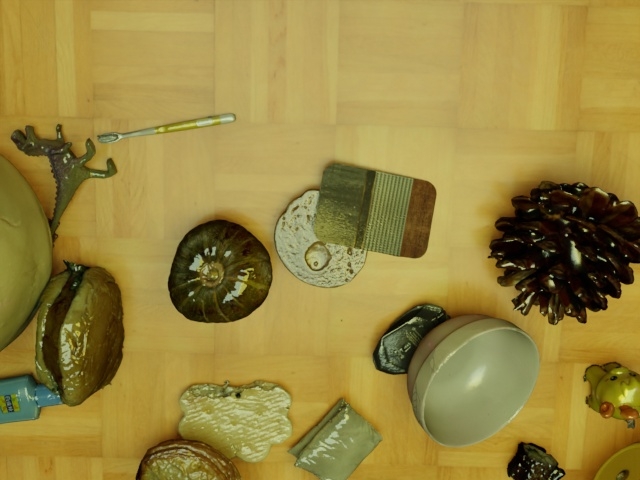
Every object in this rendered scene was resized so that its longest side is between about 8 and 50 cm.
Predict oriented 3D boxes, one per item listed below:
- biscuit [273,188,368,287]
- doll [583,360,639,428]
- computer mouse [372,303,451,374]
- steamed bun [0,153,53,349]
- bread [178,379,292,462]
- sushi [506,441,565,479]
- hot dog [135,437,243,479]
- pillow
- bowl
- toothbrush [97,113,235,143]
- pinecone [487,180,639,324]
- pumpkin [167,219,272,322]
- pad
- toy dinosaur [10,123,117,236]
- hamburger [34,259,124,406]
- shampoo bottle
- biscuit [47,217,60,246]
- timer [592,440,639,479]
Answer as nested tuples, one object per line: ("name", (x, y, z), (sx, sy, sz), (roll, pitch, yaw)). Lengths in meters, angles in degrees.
("biscuit", (0.000, 0.000, 1.681), (0.181, 0.049, 0.208), (-40, 100, 6))
("doll", (0.619, 0.325, 1.658), (0.143, 0.221, 0.135), (-7, 97, -2))
("computer mouse", (0.191, 0.211, 1.715), (0.192, 0.062, 0.106), (-40, 99, 1))
("steamed bun", (-0.692, 0.053, 1.524), (0.290, 0.371, 0.456), (7, 105, 2))
("bread", (-0.185, 0.398, 1.761), (0.251, 0.039, 0.182), (-2, 101, 0))
("sushi", (0.464, 0.496, 1.752), (0.098, 0.094, 0.084), (25, 101, -5))
("hot dog", (-0.258, 0.518, 1.724), (0.259, 0.114, 0.175), (27, 129, 3))
("pillow", (0.038, 0.445, 1.752), (0.134, 0.078, 0.181), (42, 95, -10))
("bowl", (0.292, 0.267, 1.653), (0.287, 0.144, 0.287), (-14, 122, -24))
("toothbrush", (-0.316, -0.229, 1.650), (0.288, 0.024, 0.021), (-9, 99, 2))
("pinecone", (0.483, 0.028, 1.588), (0.298, 0.242, 0.296), (33, 97, -12))
("pumpkin", (-0.198, 0.066, 1.648), (0.219, 0.162, 0.219), (-3, 77, 13))
("pad", (0.107, 0.018, 1.635), (0.250, 0.055, 0.323), (10, 73, -13))
("toy dinosaur", (-0.525, -0.126, 1.657), (0.200, 0.072, 0.251), (-15, 107, 10))
("hamburger", (-0.494, 0.200, 1.641), (0.132, 0.211, 0.309), (6, 102, 4))
("shampoo bottle", (-0.677, 0.346, 1.741), (0.258, 0.061, 0.104), (-9, 102, 1))
("biscuit", (-0.586, -0.009, 1.696), (0.082, 0.016, 0.092), (-8, 99, -2))
("timer", (0.743, 0.608, 1.647), (0.376, 0.376, 0.387), (-44, 92, 7))
